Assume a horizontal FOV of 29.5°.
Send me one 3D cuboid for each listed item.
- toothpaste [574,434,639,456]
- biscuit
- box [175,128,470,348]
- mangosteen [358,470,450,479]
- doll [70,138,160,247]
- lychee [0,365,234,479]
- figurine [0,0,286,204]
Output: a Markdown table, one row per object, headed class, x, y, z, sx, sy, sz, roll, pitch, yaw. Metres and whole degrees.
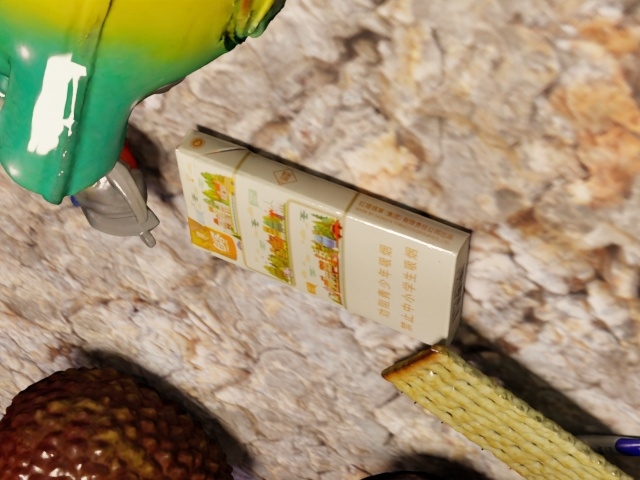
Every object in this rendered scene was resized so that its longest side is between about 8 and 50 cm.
| class | x | y | z | sx | sy | sz | roll | pitch | yaw |
| --- | --- | --- | --- | --- | --- | --- | --- | --- | --- |
| toothpaste | 0.230 | 0.154 | 0.908 | 0.083 | 0.015 | 0.024 | -2 | 141 | 36 |
| biscuit | 0.159 | 0.157 | 0.945 | 0.231 | 0.016 | 0.139 | 34 | 160 | -5 |
| box | 0.000 | 0.001 | 0.893 | 0.221 | 0.032 | 0.122 | 21 | 147 | 17 |
| mangosteen | 0.101 | 0.320 | 1.052 | 0.233 | 0.288 | 0.287 | 44 | 160 | 43 |
| doll | -0.183 | -0.072 | 0.932 | 0.104 | 0.062 | 0.194 | -12 | 119 | 47 |
| lychee | -0.222 | 0.244 | 1.235 | 0.271 | 0.235 | 0.236 | 12 | 150 | -13 |
| figurine | -0.103 | -0.183 | 0.542 | 0.232 | 0.323 | 0.340 | 6 | 163 | -19 |
